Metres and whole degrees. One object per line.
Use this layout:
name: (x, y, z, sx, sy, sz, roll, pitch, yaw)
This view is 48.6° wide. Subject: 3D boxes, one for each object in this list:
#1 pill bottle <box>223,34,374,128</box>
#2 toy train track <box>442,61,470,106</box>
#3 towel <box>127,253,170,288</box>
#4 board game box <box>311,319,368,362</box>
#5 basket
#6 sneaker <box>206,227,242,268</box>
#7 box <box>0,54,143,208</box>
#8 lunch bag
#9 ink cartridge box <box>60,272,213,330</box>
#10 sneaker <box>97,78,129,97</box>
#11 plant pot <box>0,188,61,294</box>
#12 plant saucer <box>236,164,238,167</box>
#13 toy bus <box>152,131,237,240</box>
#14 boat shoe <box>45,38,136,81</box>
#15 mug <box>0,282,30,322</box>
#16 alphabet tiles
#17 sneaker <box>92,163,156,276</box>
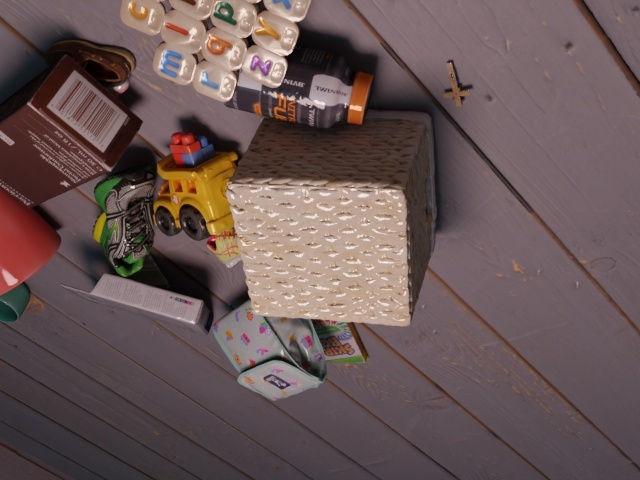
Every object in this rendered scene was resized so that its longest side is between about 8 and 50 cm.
pill bottle: (-0.036, -0.265, 1.207, 0.245, 0.130, 0.130, 14, 140, 5)
toy train track: (0.228, -0.267, 1.203, 0.048, 0.014, 0.083, 1, 132, 30)
towel: (-0.465, 0.068, 1.832, 0.113, 0.023, 0.152, -3, 134, 20)
board game box: (0.034, 0.246, 1.843, 0.124, 0.039, 0.259, -2, 139, 23)
basket: (0.036, -0.041, 1.301, 0.331, 0.266, 0.328, 3, 128, 14)
sneaker: (-0.194, -0.005, 1.597, 0.094, 0.081, 0.208, 38, 140, -16)
box: (-0.548, -0.202, 1.410, 0.381, 0.143, 0.191, -12, 135, 47)
lunch bag: (-0.116, 0.265, 1.750, 0.223, 0.160, 0.262, -33, 85, 44)
ink cartridge box: (-0.443, 0.153, 1.780, 0.330, 0.071, 0.324, 18, 167, -1)
sneaker: (-0.413, -0.281, 1.389, 0.134, 0.051, 0.070, -5, 137, 29)
plant pot: (-0.795, -0.027, 1.672, 0.275, 0.275, 0.243, -10, 122, 29)
plant saucer: (-0.109, -0.141, 1.463, 0.192, 0.018, 0.067, -9, 133, 27)
toy bus: (-0.262, -0.123, 1.445, 0.220, 0.149, 0.211, 6, 122, 42)
boat shoe: (-0.439, -0.333, 1.329, 0.178, 0.060, 0.064, 9, 139, 10)
mug: (-0.915, 0.155, 2.028, 0.157, 0.097, 0.129, 18, 141, 0)
alphabet tiles: (-0.163, -0.362, 1.091, 0.278, 0.021, 0.284, 22, 122, -3)
sneaker: (-0.410, -0.043, 1.561, 0.146, 0.134, 0.343, 57, 150, 18)
